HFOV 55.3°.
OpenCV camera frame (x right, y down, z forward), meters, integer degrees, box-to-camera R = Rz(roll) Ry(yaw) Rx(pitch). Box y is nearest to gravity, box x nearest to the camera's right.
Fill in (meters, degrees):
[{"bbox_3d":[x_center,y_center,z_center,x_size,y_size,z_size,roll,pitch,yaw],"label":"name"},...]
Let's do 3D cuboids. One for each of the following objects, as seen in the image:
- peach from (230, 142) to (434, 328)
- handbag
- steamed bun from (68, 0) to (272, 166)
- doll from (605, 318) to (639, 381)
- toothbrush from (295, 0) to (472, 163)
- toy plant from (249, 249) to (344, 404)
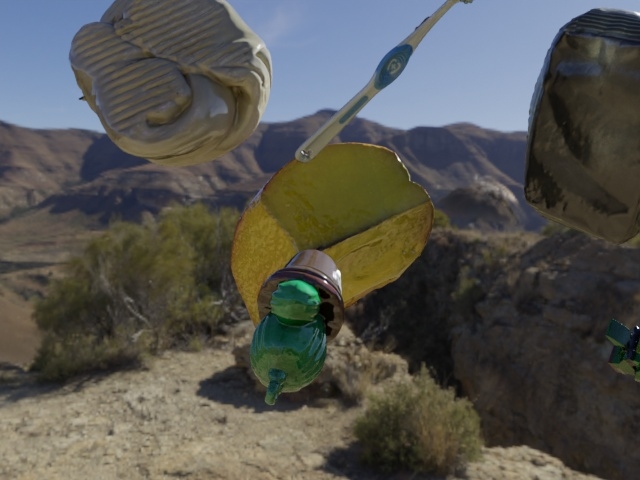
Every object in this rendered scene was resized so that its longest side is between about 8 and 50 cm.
[{"bbox_3d":[0.000,0.000,1.168,0.380,0.242,0.306,-32,-29,-16],"label":"peach"},{"bbox_3d":[0.478,-0.188,0.962,0.240,0.341,0.247,-22,37,-33],"label":"handbag"},{"bbox_3d":[-0.280,-0.304,1.174,0.342,0.368,0.255,-31,-17,-11],"label":"steamed bun"},{"bbox_3d":[0.646,0.220,1.160,0.186,0.106,0.134,16,-27,33],"label":"doll"},{"bbox_3d":[0.098,-0.252,0.900,0.386,0.040,0.040,-42,-16,20],"label":"toothbrush"},{"bbox_3d":[-0.027,0.092,0.700,0.105,0.143,0.200,13,38,2],"label":"toy plant"}]
